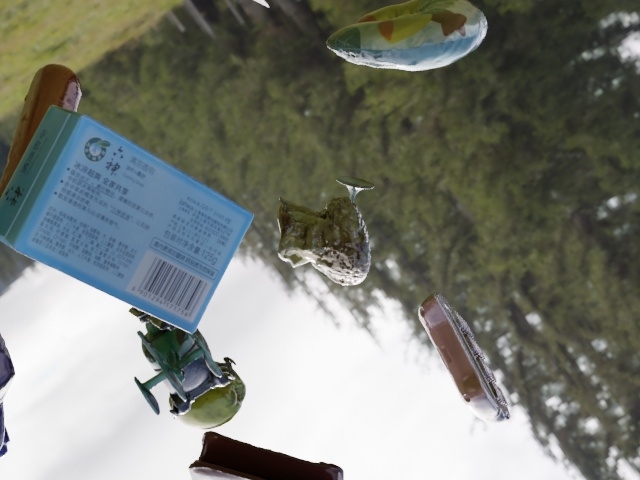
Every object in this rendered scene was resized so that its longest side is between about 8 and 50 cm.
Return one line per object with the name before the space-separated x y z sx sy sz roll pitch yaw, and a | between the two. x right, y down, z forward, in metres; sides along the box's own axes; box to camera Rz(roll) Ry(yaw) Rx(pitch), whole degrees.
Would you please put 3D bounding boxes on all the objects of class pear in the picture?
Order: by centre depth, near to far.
pear | -0.177 0.240 1.738 0.131 0.107 0.107 -6 -152 36

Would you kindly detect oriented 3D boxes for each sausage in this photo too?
sausage | -0.516 -0.186 2.072 0.094 0.097 0.348 -35 -139 51

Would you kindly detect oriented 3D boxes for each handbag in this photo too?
handbag | -0.090 0.443 1.899 0.275 0.260 0.084 87 18 -52

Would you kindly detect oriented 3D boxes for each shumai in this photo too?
shumai | 0.000 0.000 1.948 0.153 0.161 0.209 -2 -167 -13

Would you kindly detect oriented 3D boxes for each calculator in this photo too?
calculator | 0.231 0.190 1.757 0.048 0.220 0.330 -31 161 10

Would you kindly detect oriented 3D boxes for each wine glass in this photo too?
wine glass | 0.049 -0.022 2.184 0.079 0.079 0.195 -82 -176 -74

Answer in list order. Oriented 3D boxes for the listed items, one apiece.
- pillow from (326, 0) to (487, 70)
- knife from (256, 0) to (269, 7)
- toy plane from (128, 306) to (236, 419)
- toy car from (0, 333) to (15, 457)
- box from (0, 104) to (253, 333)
pillow | 0.125 -0.289 1.566 0.214 0.086 0.233 2 -156 25
knife | -0.135 -0.421 1.794 0.019 0.072 0.245 -62 166 2
toy plane | -0.191 0.148 1.446 0.106 0.155 0.382 -34 -170 -2
toy car | -0.441 0.167 1.284 0.158 0.235 0.172 -32 173 27
box | -0.196 -0.018 1.122 0.083 0.232 0.142 21 -98 52
